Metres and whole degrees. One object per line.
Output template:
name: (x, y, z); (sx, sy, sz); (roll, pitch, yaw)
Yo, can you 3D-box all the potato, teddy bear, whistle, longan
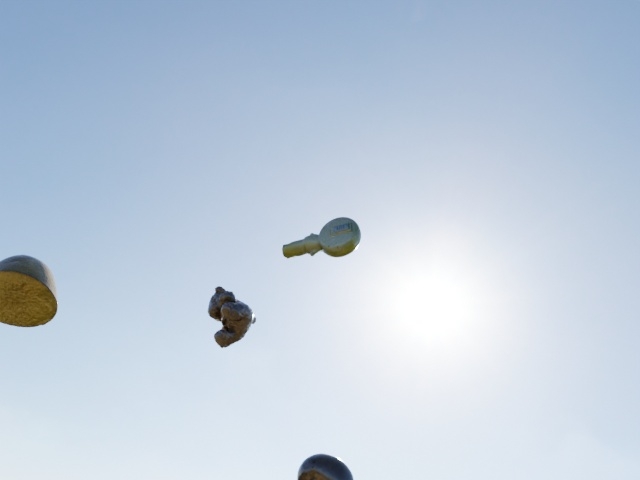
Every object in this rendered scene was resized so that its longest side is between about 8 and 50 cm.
potato: (-0.781, 0.114, 1.619); (0.203, 0.158, 0.178); (6, -59, -9)
teddy bear: (-0.298, 0.237, 2.000); (0.190, 0.140, 0.177); (35, -56, 41)
whistle: (0.000, 0.000, 1.459); (0.198, 0.104, 0.057); (-13, -42, 15)
longan: (0.017, 0.758, 1.922); (0.189, 0.189, 0.189); (12, -32, 8)
